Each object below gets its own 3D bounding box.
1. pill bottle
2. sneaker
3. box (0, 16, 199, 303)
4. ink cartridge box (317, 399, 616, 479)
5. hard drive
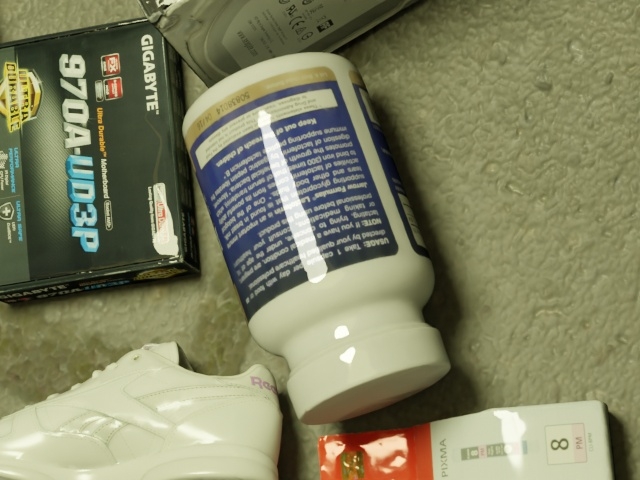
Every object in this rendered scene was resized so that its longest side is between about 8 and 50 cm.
[{"bbox_3d":[0.000,0.000,1.459,0.153,0.153,0.265,-22,73,7],"label":"pill bottle"},{"bbox_3d":[-0.171,0.160,1.501,0.305,0.114,0.152,-2,55,14],"label":"sneaker"},{"bbox_3d":[-0.200,-0.067,1.572,0.175,0.051,0.220,-9,75,11],"label":"box"},{"bbox_3d":[0.113,0.227,1.432,0.232,0.066,0.189,-6,76,7],"label":"ink cartridge box"},{"bbox_3d":[0.030,-0.239,1.466,0.339,0.237,0.064,-31,73,3],"label":"hard drive"}]
